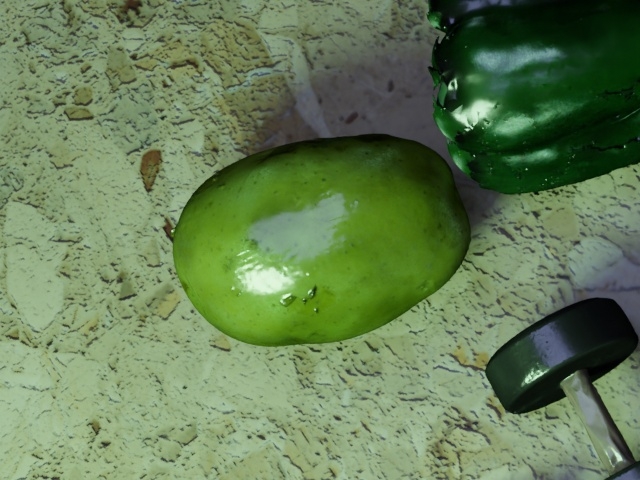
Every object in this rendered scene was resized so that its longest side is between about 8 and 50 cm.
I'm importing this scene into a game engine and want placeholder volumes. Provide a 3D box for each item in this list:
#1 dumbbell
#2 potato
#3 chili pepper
[{"bbox_3d":[0.274,0.181,1.613,0.152,0.152,0.218,-31,71,10],"label":"dumbbell"},{"bbox_3d":[-0.001,-0.002,1.715,0.304,0.216,0.215,-20,73,3],"label":"potato"},{"bbox_3d":[0.237,-0.182,1.664,0.257,0.233,0.248,-12,79,9],"label":"chili pepper"}]
